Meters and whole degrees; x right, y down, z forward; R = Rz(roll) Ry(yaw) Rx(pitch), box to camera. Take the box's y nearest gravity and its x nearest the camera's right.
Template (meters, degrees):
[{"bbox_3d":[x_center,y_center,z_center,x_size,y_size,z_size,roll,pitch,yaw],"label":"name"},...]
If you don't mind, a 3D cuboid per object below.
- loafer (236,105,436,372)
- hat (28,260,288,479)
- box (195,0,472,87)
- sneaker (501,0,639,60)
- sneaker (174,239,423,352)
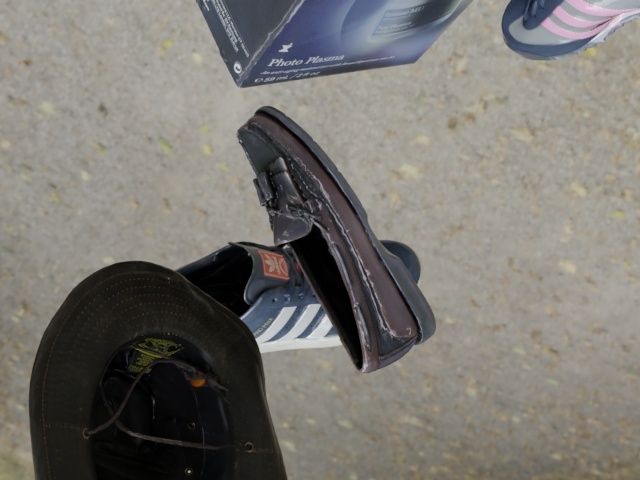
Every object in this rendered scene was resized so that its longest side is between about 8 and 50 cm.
[{"bbox_3d":[0.000,0.000,1.090,0.302,0.095,0.109,53,158,0],"label":"loafer"},{"bbox_3d":[-0.173,0.193,0.957,0.134,0.331,0.331,-20,131,32],"label":"hat"},{"bbox_3d":[0.046,-0.341,1.232,0.294,0.296,0.182,-44,67,51],"label":"box"},{"bbox_3d":[0.257,-0.263,1.018,0.131,0.112,0.319,17,166,-26],"label":"sneaker"},{"bbox_3d":[-0.038,0.053,1.271,0.350,0.131,0.148,-16,146,-11],"label":"sneaker"}]
